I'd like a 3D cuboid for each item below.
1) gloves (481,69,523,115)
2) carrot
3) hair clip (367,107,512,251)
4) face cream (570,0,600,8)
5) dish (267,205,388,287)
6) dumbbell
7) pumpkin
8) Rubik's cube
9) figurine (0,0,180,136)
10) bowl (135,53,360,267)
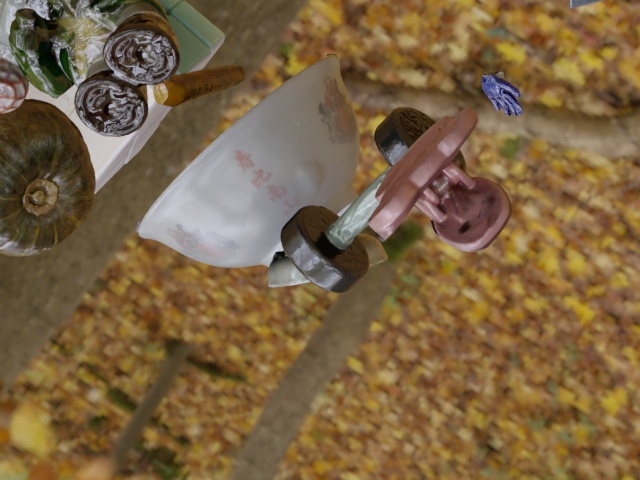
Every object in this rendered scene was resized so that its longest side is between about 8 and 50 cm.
[{"bbox_3d":[0.285,-0.226,2.130,0.064,0.026,0.086,11,137,51],"label":"gloves"},{"bbox_3d":[-0.160,-0.210,1.835,0.042,0.042,0.171,28,-152,24],"label":"carrot"},{"bbox_3d":[0.081,-0.056,1.106,0.102,0.123,0.138,39,-174,-39],"label":"hair clip"},{"bbox_3d":[0.347,-0.467,1.582,0.086,0.136,0.385,28,127,47],"label":"face cream"},{"bbox_3d":[0.000,0.000,1.557,0.141,0.141,0.078,176,80,-69],"label":"dish"},{"bbox_3d":[0.053,-0.039,1.395,0.100,0.191,0.100,33,-150,-22],"label":"dumbbell"},{"bbox_3d":[-0.407,-0.085,1.845,0.162,0.219,0.219,17,159,44],"label":"pumpkin"},{"bbox_3d":[-0.410,-0.298,2.357,0.316,0.319,0.322,41,-150,-4],"label":"Rubik's cube"},{"bbox_3d":[-0.220,-0.222,1.257,0.167,0.281,0.370,20,-160,-34],"label":"figurine"},{"bbox_3d":[-0.054,-0.064,1.737,0.157,0.345,0.345,47,168,4],"label":"bowl"}]
